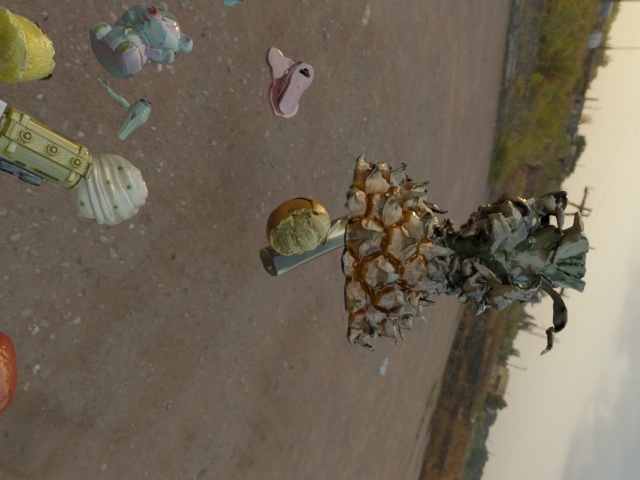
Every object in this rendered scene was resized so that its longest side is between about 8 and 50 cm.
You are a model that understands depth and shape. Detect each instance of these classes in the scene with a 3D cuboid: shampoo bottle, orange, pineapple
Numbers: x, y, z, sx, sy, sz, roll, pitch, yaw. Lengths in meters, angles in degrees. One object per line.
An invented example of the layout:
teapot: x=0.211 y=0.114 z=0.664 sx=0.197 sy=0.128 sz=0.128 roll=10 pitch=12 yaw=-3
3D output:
shampoo bottle: x=0.000 y=0.000 z=1.262 sx=0.350 sy=0.125 sz=0.084 roll=-23 pitch=106 yaw=-24
orange: x=-0.050 y=-0.027 z=1.036 sx=0.157 sy=0.156 sz=0.134 roll=-61 pitch=143 yaw=-25
pineapple: x=0.178 y=0.012 z=0.537 sx=0.262 sy=0.271 sz=0.263 roll=1 pitch=90 yaw=-76

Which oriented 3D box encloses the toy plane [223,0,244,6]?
toy plane: x=-0.298 y=-0.777 z=1.255 sx=0.096 sy=0.060 sz=0.235 roll=-15 pitch=83 yaw=-21

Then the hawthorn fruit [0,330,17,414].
hawthorn fruit: x=-0.907 y=0.357 z=1.086 sx=0.275 sy=0.300 sz=0.275 roll=-27 pitch=148 yaw=-18

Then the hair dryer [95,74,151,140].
hair dryer: x=-0.700 y=-0.444 z=1.498 sx=0.167 sy=0.199 sz=0.067 roll=-60 pitch=-165 yaw=16

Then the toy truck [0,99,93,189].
toy truck: x=-0.271 y=-0.090 z=0.387 sx=0.123 sy=0.062 sz=0.052 roll=37 pitch=64 yaw=-56

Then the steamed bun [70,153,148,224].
steamed bun: x=-0.507 y=-0.131 z=1.052 sx=0.183 sy=0.183 sz=0.106 roll=-56 pitch=-169 yaw=-34

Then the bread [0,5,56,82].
bread: x=-0.826 y=-0.518 z=1.176 sx=0.170 sy=0.197 sz=0.197 roll=-50 pitch=150 yaw=-69

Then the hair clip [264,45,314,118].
hair clip: x=-0.086 y=-0.371 z=1.038 sx=0.123 sy=0.102 sz=0.138 roll=7 pitch=118 yaw=-44

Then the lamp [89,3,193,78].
lamp: x=-0.623 y=-0.679 z=1.528 sx=0.301 sy=0.247 sz=0.247 roll=-52 pitch=175 yaw=-32
